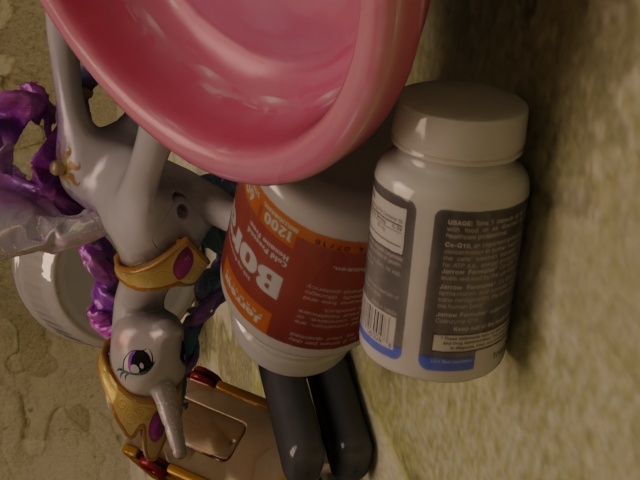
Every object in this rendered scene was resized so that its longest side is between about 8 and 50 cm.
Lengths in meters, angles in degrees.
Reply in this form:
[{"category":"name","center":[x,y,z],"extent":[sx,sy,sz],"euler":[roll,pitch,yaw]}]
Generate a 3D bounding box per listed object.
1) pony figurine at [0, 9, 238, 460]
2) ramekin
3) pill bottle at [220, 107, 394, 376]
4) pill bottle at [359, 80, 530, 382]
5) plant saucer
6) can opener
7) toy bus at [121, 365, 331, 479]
[{"category":"pony figurine","center":[-0.170,-0.050,0.972],"extent":[0.351,0.302,0.364],"euler":[43,131,37]},{"category":"ramekin","center":[-0.290,0.030,1.755],"extent":[0.127,0.272,0.273],"euler":[-157,66,-62]},{"category":"pill bottle","center":[0.000,0.000,0.795],"extent":[0.216,0.121,0.121],"euler":[109,156,-55]},{"category":"pill bottle","center":[0.063,-0.006,0.621],"extent":[0.078,0.078,0.137],"euler":[-118,30,-62]},{"category":"plant saucer","center":[-0.059,-0.192,0.616],"extent":[0.332,0.084,0.332],"euler":[33,140,33]},{"category":"can opener","center":[-0.019,0.065,0.985],"extent":[0.093,0.074,0.280],"euler":[103,161,-44]},{"category":"toy bus","center":[-0.062,0.185,1.050],"extent":[0.104,0.190,0.202],"euler":[58,-168,-52]}]
